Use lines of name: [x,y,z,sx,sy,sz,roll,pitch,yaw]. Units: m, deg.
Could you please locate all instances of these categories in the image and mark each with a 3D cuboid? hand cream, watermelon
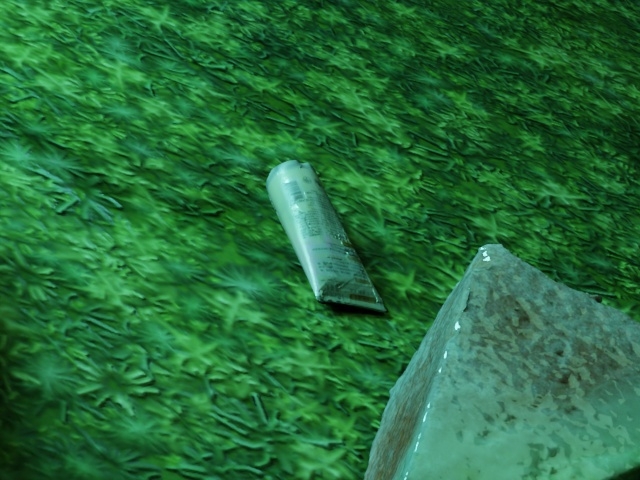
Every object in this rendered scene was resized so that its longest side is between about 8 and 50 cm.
hand cream: [0.000,0.000,1.398,0.061,0.039,0.143,14,36,-36]
watermelon: [0.123,0.139,1.146,0.310,0.193,0.231,-5,56,-26]
